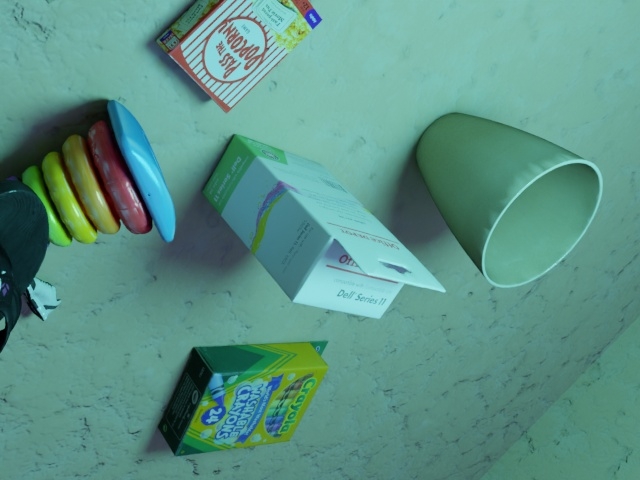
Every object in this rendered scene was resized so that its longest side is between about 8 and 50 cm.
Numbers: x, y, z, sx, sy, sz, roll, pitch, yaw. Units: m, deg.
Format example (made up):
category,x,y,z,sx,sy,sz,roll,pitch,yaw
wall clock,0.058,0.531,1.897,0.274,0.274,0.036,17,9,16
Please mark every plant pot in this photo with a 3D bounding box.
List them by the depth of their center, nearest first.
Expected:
category,x,y,z,sx,sy,sz,roll,pitch,yaw
plant pot,0.294,-0.100,1.610,0.257,0.274,0.256,-23,138,-23

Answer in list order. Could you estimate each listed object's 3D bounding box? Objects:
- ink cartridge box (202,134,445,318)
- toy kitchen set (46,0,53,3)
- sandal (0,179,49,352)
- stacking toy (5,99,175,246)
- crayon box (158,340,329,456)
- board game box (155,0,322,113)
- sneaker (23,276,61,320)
category,x,y,z,sx,sy,sz,roll,pitch,yaw
ink cartridge box,0.000,0.000,1.391,0.207,0.353,0.119,15,114,-46
toy kitchen set,-0.350,-0.285,1.064,0.083,0.068,0.075,-37,141,-6
sandal,-0.457,0.128,1.136,0.445,0.107,0.168,-54,151,9
stacking toy,-0.357,-0.045,1.233,0.302,0.165,0.175,-24,123,-6
crayon box,-0.123,0.297,1.776,0.323,0.083,0.203,2,124,-42
board game box,-0.109,-0.290,1.280,0.193,0.045,0.147,-44,141,2
sneaker,-0.416,0.070,1.364,0.044,0.040,0.109,-44,148,-25
